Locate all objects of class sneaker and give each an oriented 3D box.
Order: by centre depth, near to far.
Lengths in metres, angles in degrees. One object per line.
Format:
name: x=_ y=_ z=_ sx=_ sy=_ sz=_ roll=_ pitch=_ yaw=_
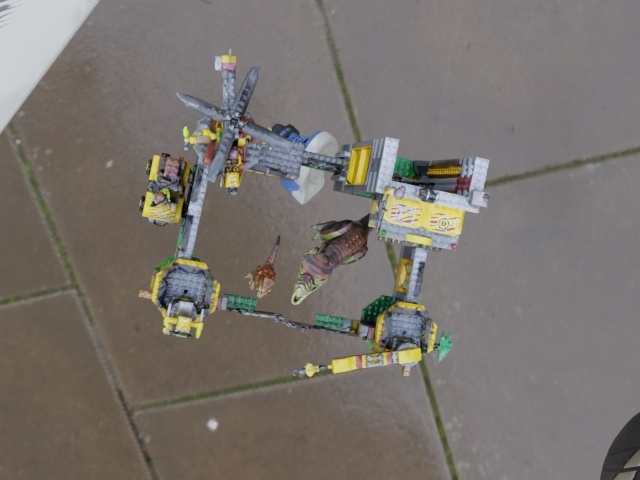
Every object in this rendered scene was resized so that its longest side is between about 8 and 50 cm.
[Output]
sneaker: x=-0.031 y=-0.102 z=1.060 sx=0.058 sy=0.152 sz=0.084 roll=-43 pitch=82 yaw=-14

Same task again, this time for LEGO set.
LEGO set: x=0.000 y=0.000 z=0.839 sx=0.331 sy=0.192 sz=0.255 roll=19 pitch=89 yaw=-13

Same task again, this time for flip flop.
flip flop: x=0.429 y=0.211 z=1.069 sx=0.080 sy=0.112 sz=0.277 roll=44 pitch=80 yaw=-9

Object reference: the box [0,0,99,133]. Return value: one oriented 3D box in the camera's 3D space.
box: x=-0.298 y=-0.243 z=0.954 sx=0.094 sy=0.113 sz=0.275 roll=35 pitch=95 yaw=-30
